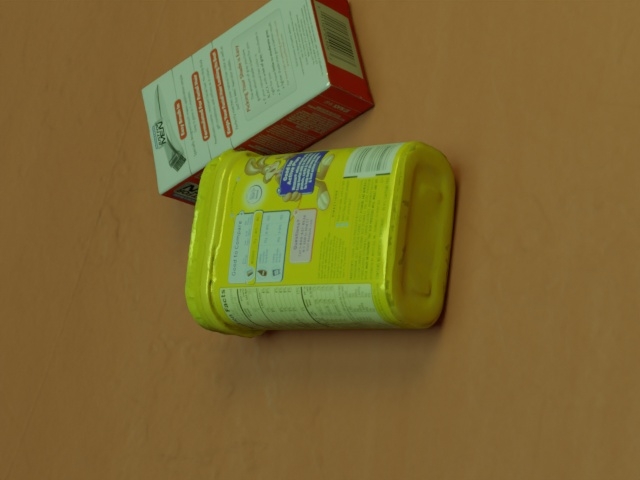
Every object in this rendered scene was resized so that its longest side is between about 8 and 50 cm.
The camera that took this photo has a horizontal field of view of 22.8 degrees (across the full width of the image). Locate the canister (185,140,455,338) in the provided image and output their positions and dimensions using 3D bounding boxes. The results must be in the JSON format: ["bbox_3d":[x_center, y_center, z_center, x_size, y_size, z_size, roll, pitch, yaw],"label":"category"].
[{"bbox_3d":[0.000,0.000,1.046,0.170,0.073,0.126,-3,75,40],"label":"canister"}]

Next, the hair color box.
[{"bbox_3d":[-0.048,-0.102,1.135,0.167,0.053,0.093,-29,60,31],"label":"hair color box"}]
